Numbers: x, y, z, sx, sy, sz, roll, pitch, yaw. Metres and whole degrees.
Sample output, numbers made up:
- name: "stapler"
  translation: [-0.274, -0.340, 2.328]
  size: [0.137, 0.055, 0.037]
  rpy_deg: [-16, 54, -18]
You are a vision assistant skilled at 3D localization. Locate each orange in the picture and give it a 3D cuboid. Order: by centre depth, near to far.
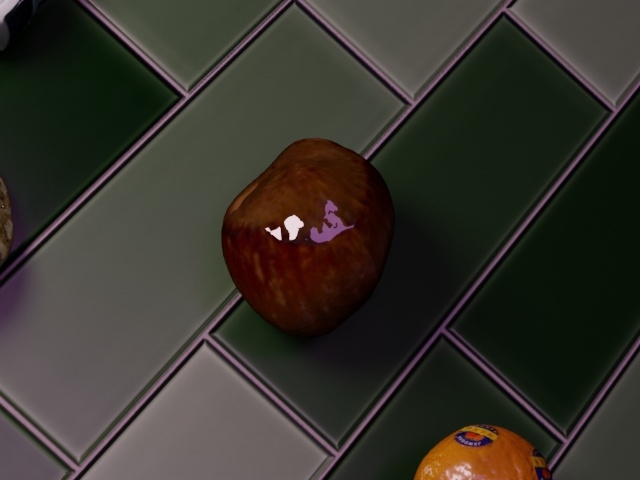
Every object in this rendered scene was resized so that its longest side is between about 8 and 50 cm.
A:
- name: "orange"
  translation: [0.189, 0.305, 1.499]
  size: [0.178, 0.155, 0.177]
  rpy_deg: [-11, 105, -45]

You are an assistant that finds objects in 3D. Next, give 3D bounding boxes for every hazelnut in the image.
- name: "hazelnut"
  translation: [0.000, 0.000, 1.519]
  size: [0.218, 0.218, 0.234]
  rpy_deg: [41, 65, -1]

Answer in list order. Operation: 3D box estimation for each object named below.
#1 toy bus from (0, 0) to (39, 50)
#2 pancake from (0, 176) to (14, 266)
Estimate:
- name: "toy bus"
  translation: [-0.468, -0.325, 1.515]
  size: [0.271, 0.133, 0.164]
  rpy_deg: [16, 73, -10]
- name: "pancake"
  translation: [-0.452, -0.053, 1.424]
  size: [0.254, 0.037, 0.253]
  rpy_deg: [29, 36, -24]
